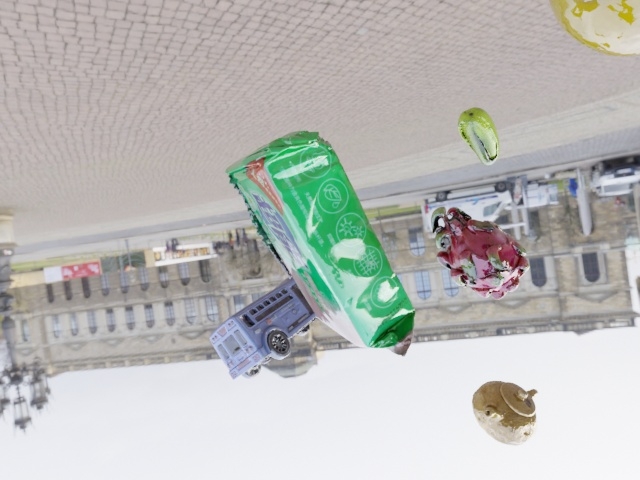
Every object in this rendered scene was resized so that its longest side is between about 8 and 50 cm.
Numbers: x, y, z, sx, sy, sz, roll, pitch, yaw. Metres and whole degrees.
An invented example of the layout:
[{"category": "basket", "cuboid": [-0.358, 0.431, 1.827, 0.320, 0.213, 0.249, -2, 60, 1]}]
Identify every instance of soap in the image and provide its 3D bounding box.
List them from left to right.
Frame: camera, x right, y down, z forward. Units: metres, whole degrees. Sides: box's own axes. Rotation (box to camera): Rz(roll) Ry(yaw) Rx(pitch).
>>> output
[{"category": "soap", "cuboid": [0.002, -0.001, 0.524, 0.098, 0.274, 0.217, -36, -162, -21]}]

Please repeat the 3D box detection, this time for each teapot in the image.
[{"category": "teapot", "cuboid": [0.617, 0.533, 1.327, 0.311, 0.167, 0.203, -1, -141, -35]}]

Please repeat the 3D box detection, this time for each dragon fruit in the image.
[{"category": "dragon fruit", "cuboid": [0.418, 0.030, 1.107, 0.218, 0.273, 0.198, -36, 156, -9]}]

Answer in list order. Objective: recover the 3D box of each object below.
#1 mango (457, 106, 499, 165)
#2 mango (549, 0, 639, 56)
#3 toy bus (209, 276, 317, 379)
[{"category": "mango", "cuboid": [0.408, -0.264, 1.042, 0.074, 0.165, 0.091, -39, -151, 2]}, {"category": "mango", "cuboid": [0.381, -0.312, 0.444, 0.331, 0.195, 0.142, -22, -164, -19]}, {"category": "toy bus", "cuboid": [-0.089, 0.170, 0.891, 0.125, 0.133, 0.292, -41, 173, 34]}]
